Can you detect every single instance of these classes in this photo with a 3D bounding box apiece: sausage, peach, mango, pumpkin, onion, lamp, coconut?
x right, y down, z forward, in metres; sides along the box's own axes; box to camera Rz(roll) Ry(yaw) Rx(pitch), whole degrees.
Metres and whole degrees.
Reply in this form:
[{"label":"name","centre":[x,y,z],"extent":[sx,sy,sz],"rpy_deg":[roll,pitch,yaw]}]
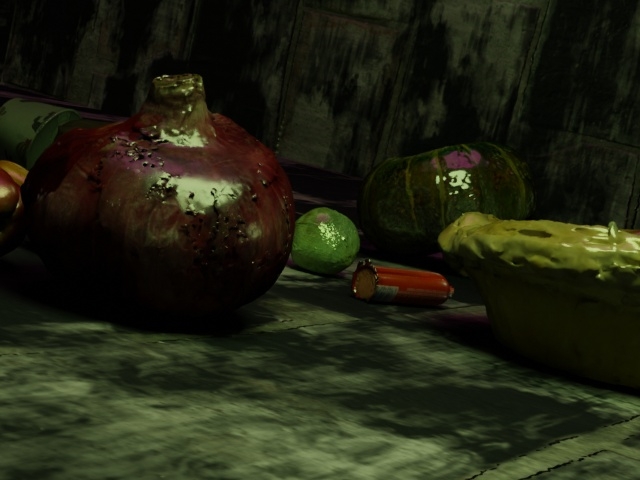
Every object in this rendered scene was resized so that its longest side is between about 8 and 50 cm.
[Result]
[{"label":"sausage","centre":[0.102,0.052,1.609],"extent":[0.145,0.050,0.048],"rpy_deg":[6,-32,-40]},{"label":"peach","centre":[-0.324,-0.027,1.300],"extent":[0.100,0.101,0.101],"rpy_deg":[12,7,-1]},{"label":"mango","centre":[-0.384,-0.072,1.752],"extent":[0.089,0.046,0.060],"rpy_deg":[19,8,19]},{"label":"pumpkin","centre":[0.188,-0.040,1.999],"extent":[0.260,0.189,0.260],"rpy_deg":[-11,0,0]},{"label":"onion","centre":[-0.135,-0.043,1.240],"extent":[0.252,0.219,0.252],"rpy_deg":[7,15,-2]},{"label":"lamp","centre":[-0.353,-0.120,1.921],"extent":[0.214,0.121,0.121],"rpy_deg":[29,12,19]},{"label":"coconut","centre":[0.000,0.000,1.706],"extent":[0.096,0.088,0.088],"rpy_deg":[20,9,17]}]

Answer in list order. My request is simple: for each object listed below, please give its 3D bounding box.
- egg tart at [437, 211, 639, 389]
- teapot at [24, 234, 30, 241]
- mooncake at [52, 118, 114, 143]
[{"label":"egg tart","centre":[0.308,0.058,1.445],"extent":[0.387,0.169,0.388],"rpy_deg":[9,4,-1]},{"label":"teapot","centre":[-0.223,-0.021,1.449],"extent":[0.226,0.092,0.145],"rpy_deg":[20,23,19]},{"label":"mooncake","centre":[-0.213,-0.057,1.635],"extent":[0.228,0.124,0.228],"rpy_deg":[17,8,-3]}]
